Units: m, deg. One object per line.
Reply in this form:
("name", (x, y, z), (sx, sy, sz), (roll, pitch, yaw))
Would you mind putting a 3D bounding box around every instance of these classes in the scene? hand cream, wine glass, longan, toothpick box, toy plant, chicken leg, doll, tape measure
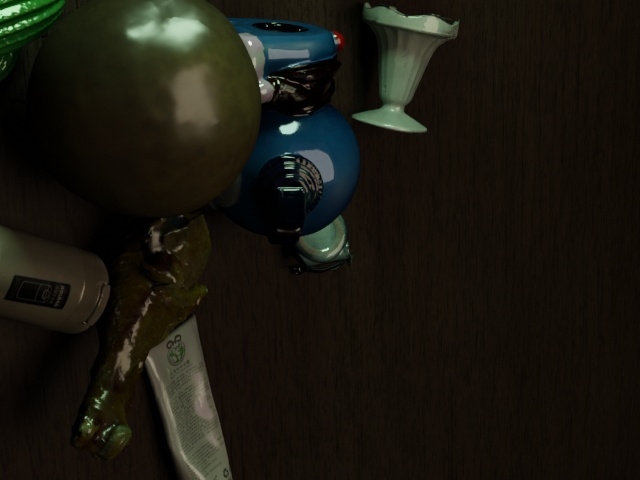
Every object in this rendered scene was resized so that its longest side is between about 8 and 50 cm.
("hand cream", (-0.193, 0.271, 1.866), (0.121, 0.076, 0.336), (-35, 120, -49))
("wine glass", (0.129, -0.284, 2.053), (0.165, 0.165, 0.197), (-3, 110, -52))
("longan", (-0.212, -0.167, 1.519), (0.297, 0.297, 0.297), (-19, 115, -49))
("toothpick box", (-0.359, 0.046, 1.534), (0.180, 0.111, 0.111), (22, 82, -51))
("toy plant", (-0.394, -0.241, 1.428), (0.240, 0.088, 0.155), (-50, 151, -22))
("chicken leg", (-0.249, 0.114, 1.654), (0.211, 0.140, 0.361), (97, 13, -72))
("doll", (-0.061, -0.149, 1.764), (0.240, 0.284, 0.310), (0, 109, -9))
("tape measure", (-0.004, 0.001, 2.050), (0.180, 0.104, 0.107), (57, 22, -84))
